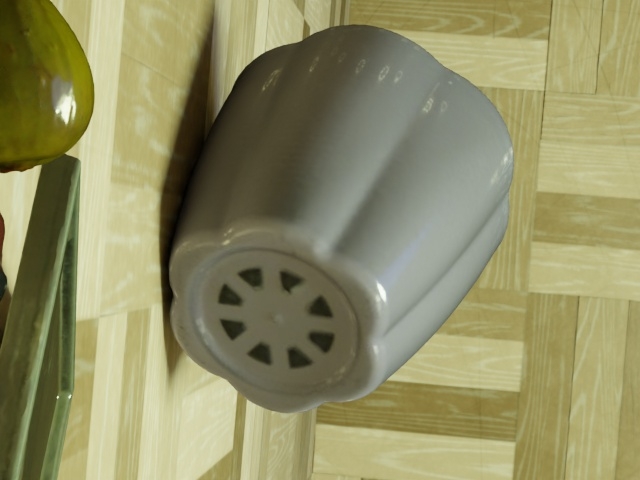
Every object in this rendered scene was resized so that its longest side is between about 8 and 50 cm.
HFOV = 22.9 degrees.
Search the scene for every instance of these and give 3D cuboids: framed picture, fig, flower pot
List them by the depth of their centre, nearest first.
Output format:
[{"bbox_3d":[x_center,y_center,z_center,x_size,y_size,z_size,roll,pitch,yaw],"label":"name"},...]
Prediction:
[{"bbox_3d":[-0.127,-0.070,0.621,0.074,0.074,0.088,-41,121,-83],"label":"fig"},{"bbox_3d":[-0.141,0.155,0.692,0.240,0.020,0.324,105,-8,-59],"label":"framed picture"},{"bbox_3d":[0.000,0.000,1.259,0.243,0.265,0.265,-59,156,-49],"label":"flower pot"}]

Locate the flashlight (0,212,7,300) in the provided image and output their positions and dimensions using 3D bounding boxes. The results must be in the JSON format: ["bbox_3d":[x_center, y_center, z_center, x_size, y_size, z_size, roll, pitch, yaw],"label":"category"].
[{"bbox_3d":[-0.147,0.096,0.468,0.093,0.093,0.232,33,62,-84],"label":"flashlight"}]
